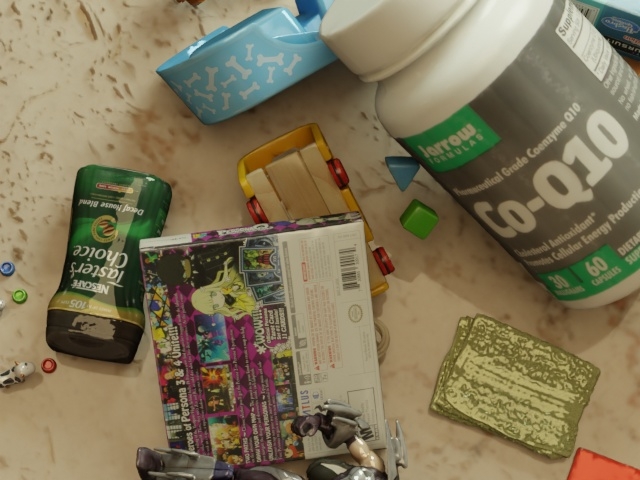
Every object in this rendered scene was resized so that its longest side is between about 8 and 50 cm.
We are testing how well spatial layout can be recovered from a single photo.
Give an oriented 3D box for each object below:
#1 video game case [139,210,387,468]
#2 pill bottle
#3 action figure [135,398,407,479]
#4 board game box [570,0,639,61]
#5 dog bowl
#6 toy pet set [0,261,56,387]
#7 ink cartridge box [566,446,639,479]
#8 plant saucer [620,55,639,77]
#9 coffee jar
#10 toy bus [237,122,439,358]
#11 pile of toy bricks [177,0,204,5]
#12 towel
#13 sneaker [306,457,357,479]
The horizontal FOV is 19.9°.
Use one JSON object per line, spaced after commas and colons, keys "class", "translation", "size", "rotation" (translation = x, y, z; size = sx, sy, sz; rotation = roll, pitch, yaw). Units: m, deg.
{"class": "video game case", "translation": [-0.051, 0.098, 1.714], "size": [0.210, 0.042, 0.232], "rotation": [-8, 107, -3]}
{"class": "pill bottle", "translation": [0.181, -0.123, 1.681], "size": [0.361, 0.204, 0.204], "rotation": [44, 78, -17]}
{"class": "action figure", "translation": [-0.029, 0.238, 1.629], "size": [0.285, 0.099, 0.185], "rotation": [-1, 61, 13]}
{"class": "board game box", "translation": [0.374, -0.329, 1.834], "size": [0.254, 0.079, 0.336], "rotation": [20, 64, 4]}
{"class": "dog bowl", "translation": [-0.016, -0.208, 1.789], "size": [0.297, 0.166, 0.074], "rotation": [-30, 101, -8]}
{"class": "toy pet set", "translation": [-0.329, 0.088, 1.754], "size": [0.114, 0.065, 0.122], "rotation": [-25, 77, -7]}
{"class": "ink cartridge box", "translation": [0.315, 0.353, 1.702], "size": [0.239, 0.060, 0.275], "rotation": [20, 76, 3]}
{"class": "plant saucer", "translation": [0.300, -0.179, 1.839], "size": [0.083, 0.013, 0.083], "rotation": [-12, 54, 18]}
{"class": "coffee jar", "translation": [-0.206, 0.024, 1.765], "size": [0.096, 0.079, 0.184], "rotation": [9, 76, 1]}
{"class": "toy bus", "translation": [0.000, -0.012, 1.763], "size": [0.191, 0.104, 0.202], "rotation": [18, 106, -10]}
{"class": "pile of toy bricks", "translation": [-0.065, -0.302, 1.851], "size": [0.105, 0.118, 0.212], "rotation": [42, 60, -19]}
{"class": "towel", "translation": [0.189, 0.141, 1.769], "size": [0.148, 0.027, 0.110], "rotation": [21, 76, 5]}
{"class": "sneaker", "translation": [0.076, 0.311, 1.690], "size": [0.108, 0.100, 0.271], "rotation": [-41, 79, -3]}
